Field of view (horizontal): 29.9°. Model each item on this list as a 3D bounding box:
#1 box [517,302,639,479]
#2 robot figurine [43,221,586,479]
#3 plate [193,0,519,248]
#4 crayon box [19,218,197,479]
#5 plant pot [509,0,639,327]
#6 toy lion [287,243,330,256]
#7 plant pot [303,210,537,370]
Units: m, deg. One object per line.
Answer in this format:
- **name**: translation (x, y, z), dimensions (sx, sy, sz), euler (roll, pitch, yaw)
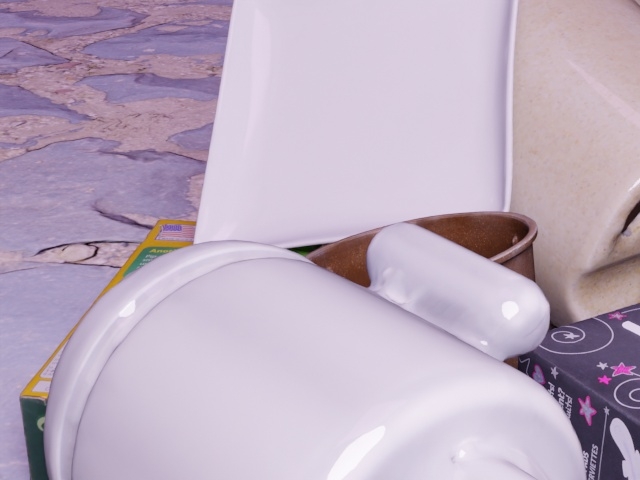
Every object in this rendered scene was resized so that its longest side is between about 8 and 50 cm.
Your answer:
- **box**: translation (0.249, 0.121, 0.718), dimensions (0.247, 0.163, 0.142), euler (-14, 27, -27)
- **robot figurine**: translation (-0.011, 0.120, 0.606), dimensions (0.300, 0.200, 0.353), euler (-47, 39, -13)
- **plate**: translation (0.037, -0.117, 0.970), dimensions (0.277, 0.278, 0.045), euler (-7, -25, 31)
- **crayon box**: translation (-0.076, 0.083, 0.947), dimensions (0.203, 0.083, 0.323), euler (2, 24, 10)
- **plant pot**: translation (0.228, -0.064, 1.025), dimensions (0.334, 0.334, 0.305), euler (-12, 36, -23)
- **toy lion**: translation (0.000, 0.000, 0.997), dimensions (0.096, 0.034, 0.100), euler (4, 23, 28)
- **plant pot**: translation (0.077, 0.082, 0.798), dimensions (0.167, 0.165, 0.167), euler (-13, 12, 3)
